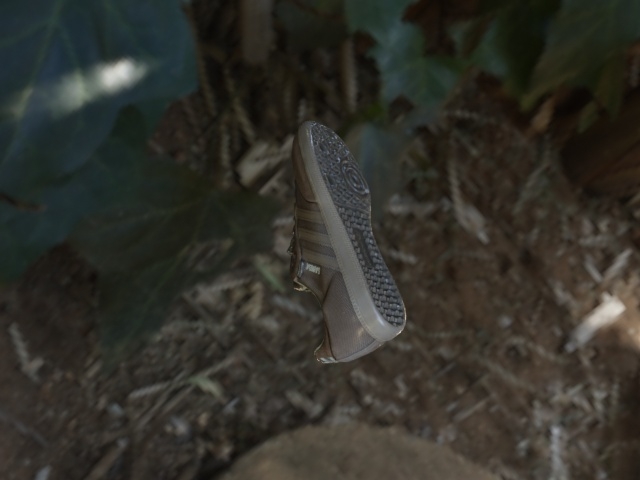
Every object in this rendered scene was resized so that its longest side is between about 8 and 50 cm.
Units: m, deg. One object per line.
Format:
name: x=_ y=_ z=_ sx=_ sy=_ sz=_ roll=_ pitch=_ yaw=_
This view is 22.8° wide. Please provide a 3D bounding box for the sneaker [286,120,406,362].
sneaker: x=0.000 y=0.000 z=1.146 sx=0.066 sy=0.071 sz=0.188 roll=26 pitch=39 yaw=-47
